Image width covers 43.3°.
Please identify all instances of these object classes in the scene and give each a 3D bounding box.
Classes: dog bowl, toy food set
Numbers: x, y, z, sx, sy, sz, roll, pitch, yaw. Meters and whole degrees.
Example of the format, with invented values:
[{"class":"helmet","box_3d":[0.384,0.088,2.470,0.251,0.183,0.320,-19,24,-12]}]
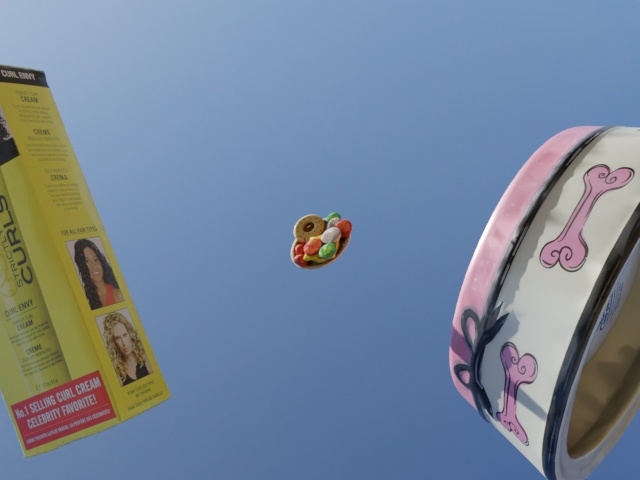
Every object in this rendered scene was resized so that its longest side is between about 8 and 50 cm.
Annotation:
[{"class":"dog bowl","box_3d":[0.295,0.057,0.893,0.150,0.408,0.408,27,-137,33]},{"class":"toy food set","box_3d":[0.000,0.000,0.975,0.020,0.082,0.083,56,-141,-40]}]

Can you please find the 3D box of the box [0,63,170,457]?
[{"class":"box","box_3d":[-0.182,0.012,0.514,0.058,0.087,0.232,-16,-95,-68]}]
